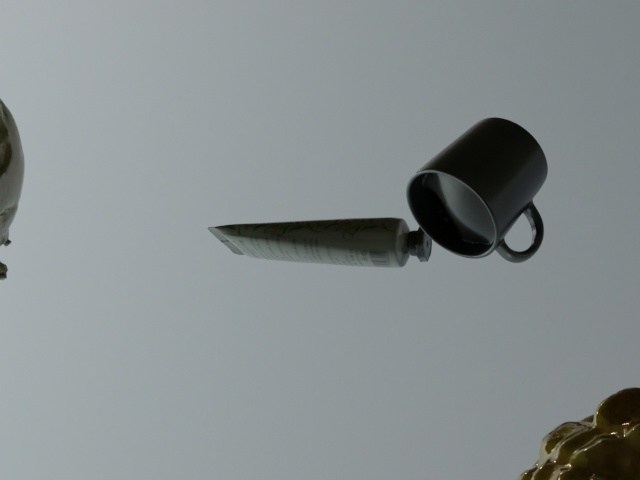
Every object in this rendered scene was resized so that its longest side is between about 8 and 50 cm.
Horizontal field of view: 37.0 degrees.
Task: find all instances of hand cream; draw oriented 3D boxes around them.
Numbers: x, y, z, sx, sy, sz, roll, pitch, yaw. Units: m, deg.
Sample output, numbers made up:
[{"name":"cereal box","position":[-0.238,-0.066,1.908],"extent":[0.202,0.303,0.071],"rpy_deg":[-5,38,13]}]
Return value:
[{"name":"hand cream","position":[0.000,0.000,0.833],"extent":[0.194,0.067,0.042],"rpy_deg":[2,-107,22]}]

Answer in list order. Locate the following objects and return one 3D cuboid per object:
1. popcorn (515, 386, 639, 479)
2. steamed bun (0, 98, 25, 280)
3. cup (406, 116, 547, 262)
[{"name":"popcorn","position":[0.153,0.141,0.361],"extent":[0.180,0.180,0.170],"rpy_deg":[-7,-129,21]},{"name":"steamed bun","position":[-0.305,-0.001,0.642],"extent":[0.238,0.153,0.170],"rpy_deg":[-33,-159,17]},{"name":"cup","position":[0.123,-0.032,0.687],"extent":[0.077,0.100,0.078],"rpy_deg":[-43,178,-29]}]
